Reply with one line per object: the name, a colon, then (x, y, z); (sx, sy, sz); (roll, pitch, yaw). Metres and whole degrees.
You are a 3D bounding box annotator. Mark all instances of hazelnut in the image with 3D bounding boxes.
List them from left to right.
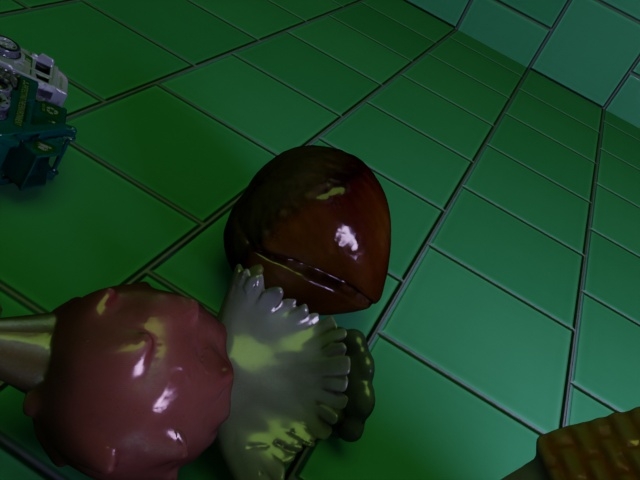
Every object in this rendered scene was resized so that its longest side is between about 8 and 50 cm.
hazelnut: (0.000, 0.000, 0.782); (0.208, 0.208, 0.208); (18, 34, -13)

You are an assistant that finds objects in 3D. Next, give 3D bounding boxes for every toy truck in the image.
toy truck: (-0.349, -0.138, 0.796); (0.116, 0.110, 0.216); (22, 30, -31)

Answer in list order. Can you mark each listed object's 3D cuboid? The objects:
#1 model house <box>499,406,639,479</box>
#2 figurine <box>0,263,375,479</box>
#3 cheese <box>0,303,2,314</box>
model house: (0.226, 0.264, 0.447); (0.237, 0.237, 0.202); (40, 21, -20)
figurine: (-0.122, 0.116, 0.560); (0.386, 0.166, 0.207); (8, 74, -36)
cheese: (-0.369, 0.138, 0.460); (0.085, 0.034, 0.400); (26, 34, 1)
